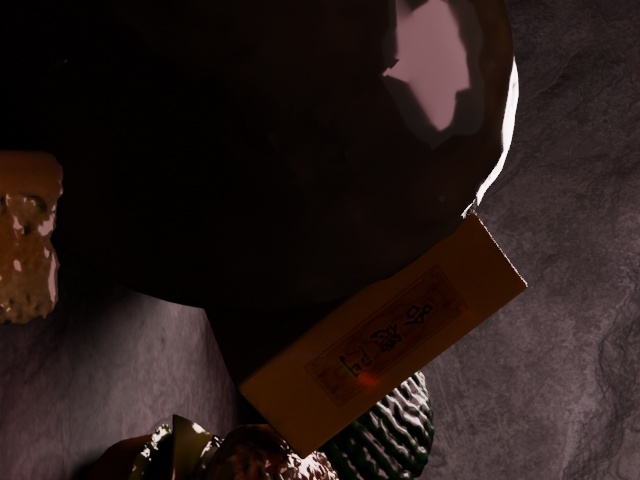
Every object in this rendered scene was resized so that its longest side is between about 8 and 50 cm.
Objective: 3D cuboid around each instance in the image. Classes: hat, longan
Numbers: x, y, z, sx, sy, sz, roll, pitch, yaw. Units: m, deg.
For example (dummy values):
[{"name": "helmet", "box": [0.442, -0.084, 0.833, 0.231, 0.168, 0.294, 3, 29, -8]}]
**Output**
[{"name": "hat", "box": [-0.014, 0.198, 1.506, 0.332, 0.242, 0.274, 48, 18, -25]}, {"name": "longan", "box": [-0.076, -0.144, 0.886, 0.404, 0.436, 0.404, -10, 105, -40]}]

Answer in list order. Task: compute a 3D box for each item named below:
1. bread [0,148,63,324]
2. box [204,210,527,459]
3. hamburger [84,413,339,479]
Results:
[{"name": "bread", "box": [-0.277, 0.009, 0.760, 0.160, 0.169, 0.140, -22, -111, 62]}, {"name": "box", "box": [0.000, -0.001, 1.130, 0.116, 0.264, 0.415, 50, 2, -29]}, {"name": "hamburger", "box": [-0.086, 0.301, 1.042, 0.291, 0.225, 0.291, -9, 90, -73]}]
